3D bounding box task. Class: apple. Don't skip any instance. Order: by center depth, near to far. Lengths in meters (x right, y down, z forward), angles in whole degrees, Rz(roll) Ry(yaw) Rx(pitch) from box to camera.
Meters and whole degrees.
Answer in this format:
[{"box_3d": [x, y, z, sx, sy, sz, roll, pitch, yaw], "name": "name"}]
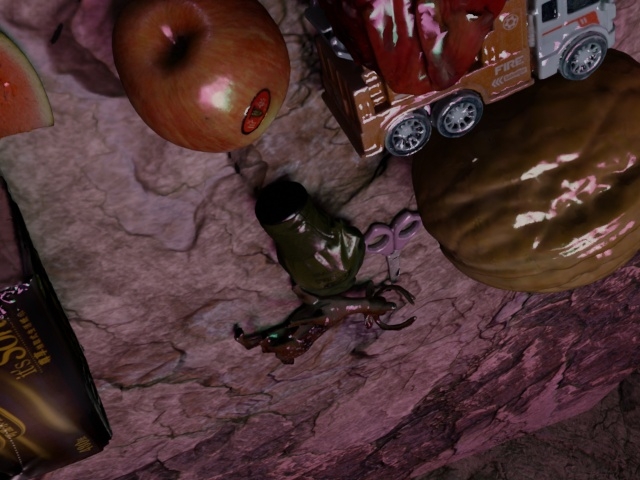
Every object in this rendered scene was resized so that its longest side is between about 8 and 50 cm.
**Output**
[{"box_3d": [-0.102, -0.150, 0.609, 0.146, 0.146, 0.131, -39, 169, 15], "name": "apple"}]

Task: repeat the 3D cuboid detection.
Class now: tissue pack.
[{"box_3d": [-0.353, 0.094, 0.707, 0.210, 0.198, 0.370, -16, 146, -14], "name": "tissue pack"}]

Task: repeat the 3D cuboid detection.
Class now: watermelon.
[{"box_3d": [-0.285, -0.113, 0.565, 0.125, 0.094, 0.135, -11, 141, -13], "name": "watermelon"}]

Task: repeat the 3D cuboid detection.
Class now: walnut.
[{"box_3d": [0.282, -0.085, 0.883, 0.332, 0.333, 0.333, -21, 148, -14], "name": "walnut"}]

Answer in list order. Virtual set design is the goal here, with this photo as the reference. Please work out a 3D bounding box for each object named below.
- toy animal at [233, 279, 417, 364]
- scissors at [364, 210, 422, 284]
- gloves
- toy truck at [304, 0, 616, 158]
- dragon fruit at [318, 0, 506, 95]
[{"box_3d": [0.009, 0.127, 1.185, 0.243, 0.087, 0.260, -29, 153, 27], "name": "toy animal"}, {"box_3d": [0.118, 0.024, 1.158, 0.110, 0.021, 0.212, -23, 148, -6], "name": "scissors"}, {"box_3d": [-0.002, 0.011, 0.972, 0.135, 0.107, 0.268, -6, 159, 24], "name": "gloves"}, {"box_3d": [0.158, -0.232, 0.719, 0.338, 0.133, 0.184, -25, 139, -3], "name": "toy truck"}, {"box_3d": [0.101, -0.306, 0.472, 0.329, 0.228, 0.286, -28, 147, 2], "name": "dragon fruit"}]
